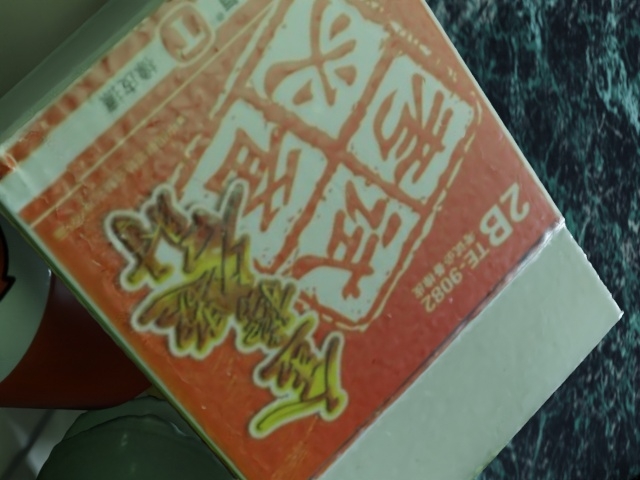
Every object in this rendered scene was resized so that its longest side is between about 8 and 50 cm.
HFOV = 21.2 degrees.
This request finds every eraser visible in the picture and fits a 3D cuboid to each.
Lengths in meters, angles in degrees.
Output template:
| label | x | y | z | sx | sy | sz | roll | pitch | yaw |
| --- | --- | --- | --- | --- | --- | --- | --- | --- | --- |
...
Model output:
| label | x | y | z | sx | sy | sz | roll | pitch | yaw |
| --- | --- | --- | --- | --- | --- | --- | --- | --- | --- |
| eraser | 0.000 | 0.000 | 0.604 | 0.157 | 0.038 | 0.230 | -45 | 121 | -14 |

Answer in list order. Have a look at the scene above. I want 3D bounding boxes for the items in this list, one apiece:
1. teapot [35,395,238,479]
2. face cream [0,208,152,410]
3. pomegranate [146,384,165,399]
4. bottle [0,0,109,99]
| label | x | y | z | sx | sy | sz | roll | pitch | yaw |
| --- | --- | --- | --- | --- | --- | --- | --- | --- | --- |
| teapot | -0.093 | 0.164 | 0.593 | 0.251 | 0.183 | 0.183 | -57 | 134 | -56 |
| face cream | -0.143 | 0.008 | 0.582 | 0.214 | 0.096 | 0.096 | 12 | 78 | -57 |
| pomegranate | 0.003 | 0.012 | 0.740 | 0.196 | 0.196 | 0.196 | 7 | 82 | -57 |
| bottle | -0.101 | -0.169 | 0.624 | 0.147 | 0.147 | 0.236 | -40 | 116 | -52 |
